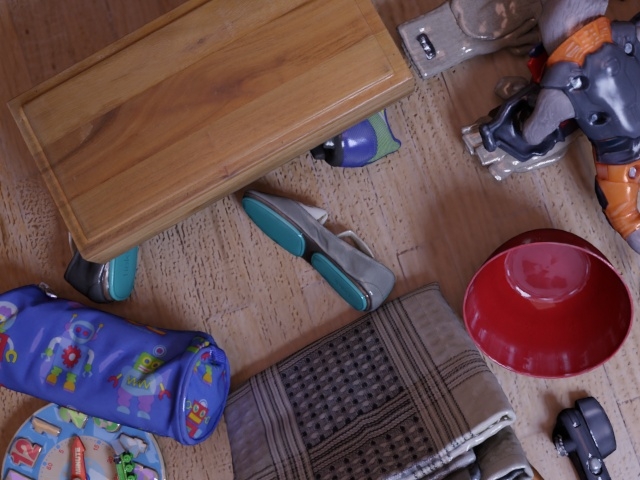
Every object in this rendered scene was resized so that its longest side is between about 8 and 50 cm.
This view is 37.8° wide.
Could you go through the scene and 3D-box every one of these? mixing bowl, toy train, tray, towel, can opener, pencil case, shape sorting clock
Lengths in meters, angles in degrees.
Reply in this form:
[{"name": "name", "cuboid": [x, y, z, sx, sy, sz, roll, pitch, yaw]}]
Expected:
[{"name": "mixing bowl", "cuboid": [0.253, 0.054, 1.050, 0.181, 0.098, 0.182, 6, 123, 10]}, {"name": "toy train", "cuboid": [-0.230, 0.293, 1.118, 0.023, 0.017, 0.083, -12, 90, 6]}, {"name": "tray", "cuboid": [-0.123, -0.162, 1.051, 0.410, 0.076, 0.203, -29, 82, 4]}, {"name": "towel", "cuboid": [0.036, 0.197, 0.996, 0.312, 0.324, 0.056, -27, 122, 4]}, {"name": "can opener", "cuboid": [0.316, 0.273, 1.060, 0.073, 0.059, 0.186, -19, 83, 5]}, {"name": "pencil case", "cuboid": [-0.255, 0.138, 1.093, 0.306, 0.119, 0.133, 14, 82, 17]}, {"name": "shape sorting clock", "cuboid": [-0.291, 0.294, 1.143, 0.206, 0.040, 0.206, -1, 85, 7]}]

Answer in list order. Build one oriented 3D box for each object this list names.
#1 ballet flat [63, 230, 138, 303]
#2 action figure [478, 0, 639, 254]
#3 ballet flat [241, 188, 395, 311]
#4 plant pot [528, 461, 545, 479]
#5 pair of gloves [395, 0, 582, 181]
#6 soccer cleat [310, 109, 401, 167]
[{"name": "ballet flat", "cuboid": [-0.257, -0.064, 1.146, 0.096, 0.095, 0.281, 14, 87, 20]}, {"name": "action figure", "cuboid": [0.368, -0.158, 1.015, 0.341, 0.178, 0.330, -42, 99, 0]}, {"name": "ballet flat", "cuboid": [0.000, 0.000, 1.126, 0.213, 0.072, 0.068, 41, 63, 11]}, {"name": "plant pot", "cuboid": [0.136, 0.360, 1.003, 0.290, 0.203, 0.291, 0, 86, 6]}, {"name": "pair of gloves", "cuboid": [0.230, -0.204, 1.117, 0.204, 0.042, 0.240, -34, 88, -3]}, {"name": "soccer cleat", "cuboid": [0.026, -0.228, 1.136, 0.121, 0.093, 0.289, -8, 80, -19]}]
